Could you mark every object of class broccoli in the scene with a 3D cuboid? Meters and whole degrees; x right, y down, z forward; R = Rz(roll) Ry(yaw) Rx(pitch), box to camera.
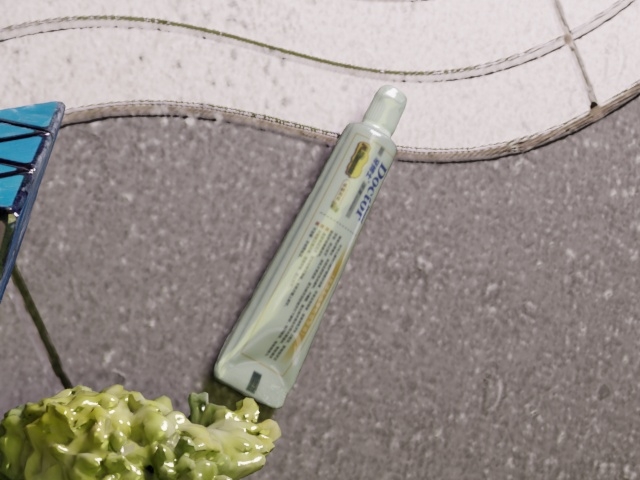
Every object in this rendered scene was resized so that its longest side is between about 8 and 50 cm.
[{"bbox_3d":[-0.112,0.258,1.143,0.293,0.281,0.348,45,68,-21],"label":"broccoli"}]

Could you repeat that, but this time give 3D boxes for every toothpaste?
[{"bbox_3d":[0.000,0.000,1.342,0.067,0.037,0.255,31,79,-30],"label":"toothpaste"}]

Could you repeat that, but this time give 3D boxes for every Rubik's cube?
[{"bbox_3d":[-0.215,0.011,1.154,0.211,0.178,0.190,-17,100,-25],"label":"Rubik's cube"}]
